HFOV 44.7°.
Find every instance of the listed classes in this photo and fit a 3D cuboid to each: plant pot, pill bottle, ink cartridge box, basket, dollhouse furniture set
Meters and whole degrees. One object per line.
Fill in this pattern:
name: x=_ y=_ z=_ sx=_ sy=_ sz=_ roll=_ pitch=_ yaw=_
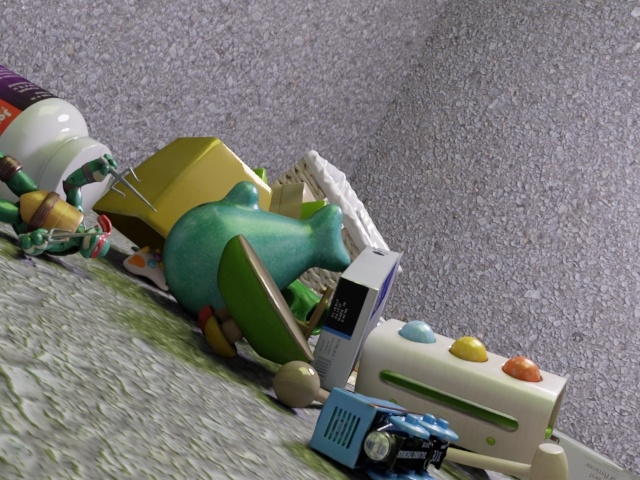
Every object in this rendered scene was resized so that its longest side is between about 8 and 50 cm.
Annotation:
plant pot: x=-0.207 y=-0.055 z=1.283 sx=0.212 sy=0.187 sz=0.212 roll=44 pitch=-20 yaw=-31
pill bottle: x=-0.469 y=-0.155 z=1.121 sx=0.323 sy=0.181 sz=0.181 roll=29 pitch=0 yaw=12
ink cartridge box: x=0.061 y=0.105 z=1.218 sx=0.065 sy=0.165 sz=0.333 roll=20 pitch=11 yaw=9
basket: x=0.000 y=0.000 z=1.975 sx=0.328 sy=0.266 sz=0.331 roll=59 pitch=10 yaw=14
dollhouse furniture set: x=-0.072 y=0.097 z=1.245 sx=0.151 sy=0.123 sz=0.144 roll=29 pitch=0 yaw=-2

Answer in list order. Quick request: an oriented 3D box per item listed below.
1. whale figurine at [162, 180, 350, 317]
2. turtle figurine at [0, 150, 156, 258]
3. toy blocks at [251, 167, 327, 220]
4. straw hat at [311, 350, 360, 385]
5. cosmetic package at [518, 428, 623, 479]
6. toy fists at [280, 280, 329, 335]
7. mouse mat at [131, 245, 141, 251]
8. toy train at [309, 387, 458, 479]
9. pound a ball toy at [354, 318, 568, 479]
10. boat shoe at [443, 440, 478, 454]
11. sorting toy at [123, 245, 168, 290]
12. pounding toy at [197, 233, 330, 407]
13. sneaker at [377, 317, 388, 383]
whale figurine: x=-0.086 y=0.023 z=1.108 sx=0.272 sy=0.216 sz=0.141 roll=-10 pitch=9 yaw=-10
turtle figurine: x=-0.330 y=-0.036 z=0.938 sx=0.234 sy=0.118 sz=0.175 roll=27 pitch=41 yaw=-14
toy blocks: x=-0.129 y=0.003 z=1.659 sx=0.382 sy=0.190 sz=0.261 roll=-6 pitch=-33 yaw=19
straw hat: x=0.044 y=0.198 z=1.332 sx=0.144 sy=0.061 sz=0.144 roll=29 pitch=0 yaw=0
cosmetic package: x=0.365 y=0.356 z=1.278 sx=0.239 sy=0.099 sz=0.060 roll=28 pitch=2 yaw=-6
toy fists: x=-0.091 y=0.108 z=1.545 sx=0.142 sy=0.096 sz=0.279 roll=38 pitch=3 yaw=35
mouse mat: x=-0.267 y=0.058 z=1.503 sx=0.153 sy=0.007 sz=0.190 roll=29 pitch=1 yaw=16
toy train: x=0.070 y=0.203 z=0.799 sx=0.105 sy=0.080 sz=0.184 roll=22 pitch=-3 yaw=30
pound a ball toy: x=0.204 y=0.214 z=1.072 sx=0.319 sy=0.135 sz=0.208 roll=17 pitch=15 yaw=25
boat shoe: x=0.222 y=0.300 z=1.197 sx=0.066 sy=0.066 sz=0.183 roll=17 pitch=-1 yaw=-10
sorting toy: x=-0.253 y=0.051 z=1.206 sx=0.075 sy=0.045 sz=0.083 roll=48 pitch=4 yaw=12
pounding toy: x=-0.086 y=0.118 z=0.955 sx=0.236 sy=0.110 sz=0.183 roll=60 pitch=-1 yaw=20
sneaker: x=0.138 y=0.226 z=1.519 sx=0.283 sy=0.110 sz=0.122 roll=29 pitch=3 yaw=-22
